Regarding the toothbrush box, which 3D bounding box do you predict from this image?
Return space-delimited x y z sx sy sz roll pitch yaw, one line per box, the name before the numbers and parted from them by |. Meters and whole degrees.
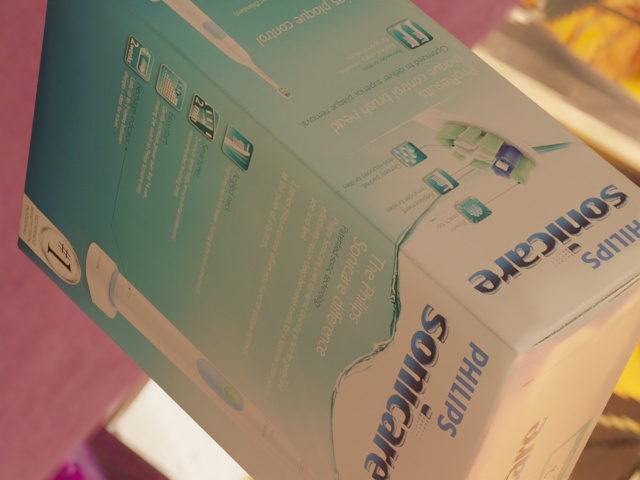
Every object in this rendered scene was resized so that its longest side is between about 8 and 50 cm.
toothbrush box | 0.000 0.000 0.912 0.126 0.295 0.216 -30 151 -35
